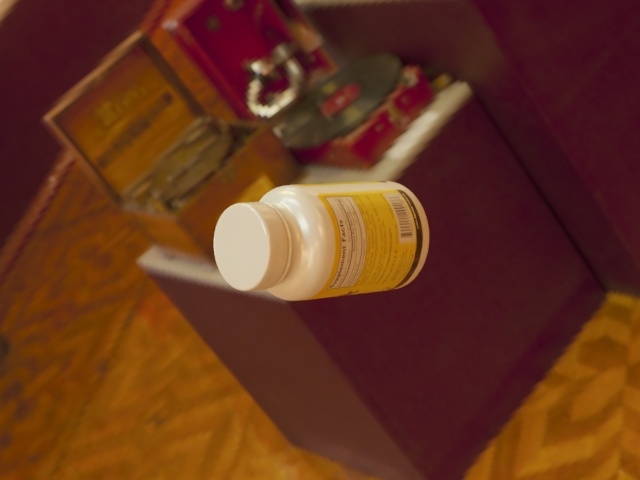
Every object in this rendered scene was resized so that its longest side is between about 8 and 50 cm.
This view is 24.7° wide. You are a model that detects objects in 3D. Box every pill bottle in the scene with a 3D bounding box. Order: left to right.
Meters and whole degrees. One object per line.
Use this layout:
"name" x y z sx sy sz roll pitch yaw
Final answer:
"pill bottle" 0.000 0.000 0.818 0.116 0.065 0.065 -4 -1 -42
